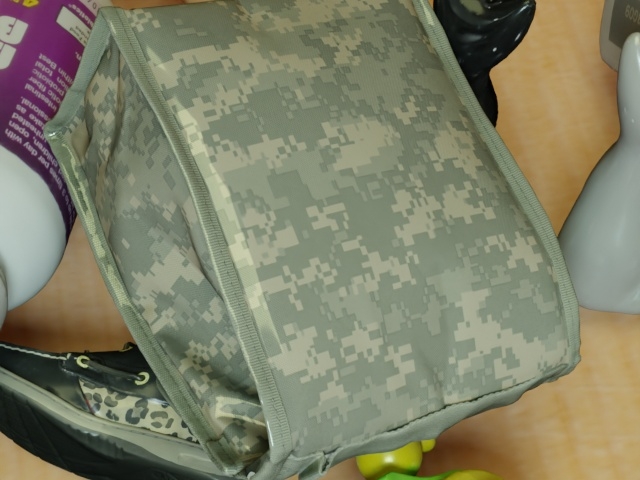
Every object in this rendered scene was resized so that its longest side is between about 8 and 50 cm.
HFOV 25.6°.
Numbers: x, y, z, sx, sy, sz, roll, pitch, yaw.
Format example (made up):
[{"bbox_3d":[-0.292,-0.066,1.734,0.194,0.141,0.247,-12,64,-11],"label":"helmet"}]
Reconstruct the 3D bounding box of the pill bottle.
[{"bbox_3d":[-0.241,-0.055,0.951,0.169,0.169,0.301,4,46,5],"label":"pill bottle"}]

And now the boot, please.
[{"bbox_3d":[-0.112,0.076,0.956,0.236,0.085,0.178,19,56,17],"label":"boot"}]

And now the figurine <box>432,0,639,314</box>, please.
[{"bbox_3d":[0.155,-0.072,0.943,0.215,0.209,0.092,25,49,16],"label":"figurine"}]

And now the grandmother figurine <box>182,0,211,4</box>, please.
[{"bbox_3d":[-0.135,-0.314,1.073,0.342,0.104,0.208,50,60,-15],"label":"grandmother figurine"}]

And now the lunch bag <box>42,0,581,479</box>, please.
[{"bbox_3d":[0.000,0.000,0.861,0.235,0.169,0.287,-13,67,-33],"label":"lunch bag"}]

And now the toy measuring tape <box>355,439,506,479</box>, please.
[{"bbox_3d":[0.118,0.251,0.836,0.121,0.121,0.330,-26,78,-12],"label":"toy measuring tape"}]

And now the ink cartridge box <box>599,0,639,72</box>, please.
[{"bbox_3d":[0.429,-0.113,0.965,0.385,0.091,0.308,1,23,-13],"label":"ink cartridge box"}]
